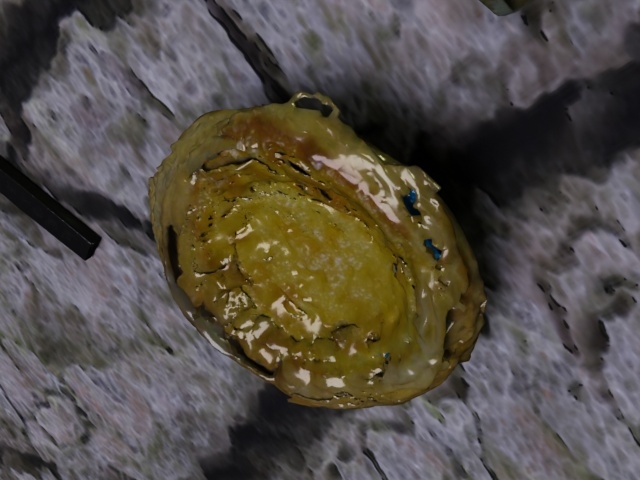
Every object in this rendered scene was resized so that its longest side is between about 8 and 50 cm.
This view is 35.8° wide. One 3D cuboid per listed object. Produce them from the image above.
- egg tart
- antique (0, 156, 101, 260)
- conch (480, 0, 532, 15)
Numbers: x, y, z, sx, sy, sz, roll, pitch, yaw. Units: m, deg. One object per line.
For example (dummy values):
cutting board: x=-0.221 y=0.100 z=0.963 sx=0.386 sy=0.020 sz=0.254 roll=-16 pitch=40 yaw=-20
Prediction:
egg tart: x=0.000 y=0.000 z=0.740 sx=0.291 sy=0.107 sz=0.291 roll=19 pitch=132 yaw=22
antique: x=-0.292 y=-0.048 z=0.964 sx=0.192 sy=0.015 sz=0.031 roll=38 pitch=133 yaw=8
conch: x=0.020 y=-0.289 z=0.518 sx=0.386 sy=0.169 sz=0.203 roll=29 pitch=167 yaw=-29
